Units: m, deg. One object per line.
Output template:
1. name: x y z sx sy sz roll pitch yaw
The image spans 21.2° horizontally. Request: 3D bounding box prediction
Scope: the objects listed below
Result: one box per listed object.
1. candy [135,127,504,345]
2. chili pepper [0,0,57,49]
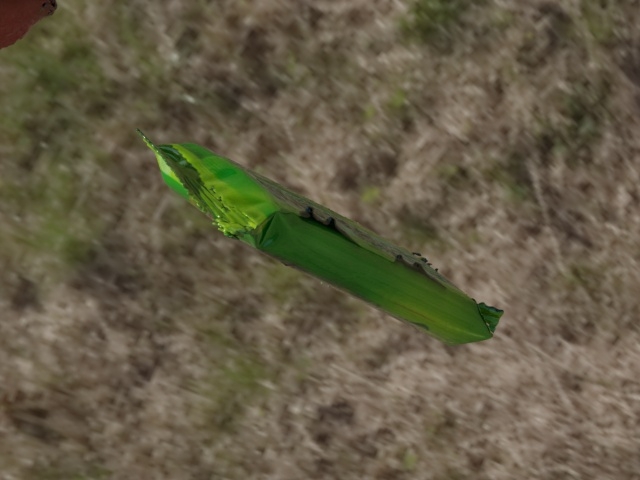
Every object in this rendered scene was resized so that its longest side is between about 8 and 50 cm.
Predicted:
1. candy: -0.001 0.001 0.806 0.102 0.178 0.032 33 96 49
2. chili pepper: -0.364 -0.184 1.285 0.110 0.387 0.110 -2 88 46
